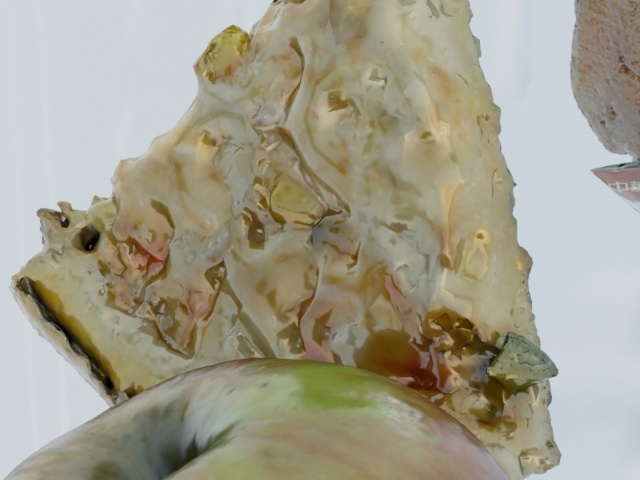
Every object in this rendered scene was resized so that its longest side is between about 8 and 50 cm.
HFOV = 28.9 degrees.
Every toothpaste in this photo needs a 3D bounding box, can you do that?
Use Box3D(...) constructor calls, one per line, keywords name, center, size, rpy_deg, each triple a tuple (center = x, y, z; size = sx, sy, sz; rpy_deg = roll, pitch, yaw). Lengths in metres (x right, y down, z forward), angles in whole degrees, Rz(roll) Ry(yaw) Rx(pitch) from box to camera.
Box3D(name="toothpaste", center=(0.319, -0.025, 1.123), size=(0.062, 0.239, 0.039), rpy_deg=(-2, 69, 37))

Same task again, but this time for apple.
Box3D(name="apple", center=(-0.029, 0.201, 0.603), size=(0.309, 0.277, 0.250), rpy_deg=(10, 128, 63))

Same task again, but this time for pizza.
Box3D(name="pizza", center=(-0.009, 0.031, 0.814), size=(0.435, 0.080, 0.392), rpy_deg=(-46, 63, 26))

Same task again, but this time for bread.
Box3D(name="bread", center=(0.280, -0.172, 1.056), size=(0.124, 0.084, 0.344), rpy_deg=(31, 149, 31))
